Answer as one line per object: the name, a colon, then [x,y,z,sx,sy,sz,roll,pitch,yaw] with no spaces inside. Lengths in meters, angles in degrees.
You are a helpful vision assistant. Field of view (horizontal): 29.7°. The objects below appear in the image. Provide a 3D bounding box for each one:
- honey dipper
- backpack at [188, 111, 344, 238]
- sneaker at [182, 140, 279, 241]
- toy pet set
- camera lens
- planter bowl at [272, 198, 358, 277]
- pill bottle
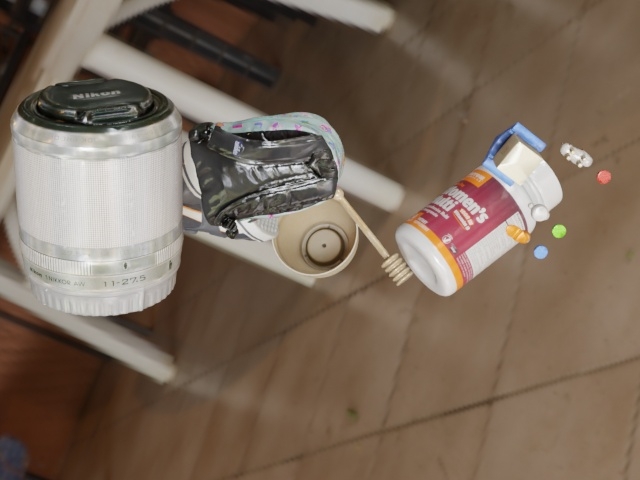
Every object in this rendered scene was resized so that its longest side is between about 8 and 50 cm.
honey dipper: [0.067,-0.008,1.656,0.030,0.160,0.030,-37,-9,-7]
backpack: [-0.062,-0.098,1.516,0.115,0.182,0.152,-80,-20,-62]
sneaker: [-0.179,-0.072,1.931,0.127,0.321,0.126,-17,66,18]
toy pet set: [0.235,-0.066,1.330,0.122,0.114,0.065,-51,12,15]
camera lens: [-0.293,-0.065,1.605,0.219,0.219,0.274,-103,14,-64]
planter bowl: [0.000,0.000,2.263,0.109,0.162,0.162,51,-120,-70]
pill bottle: [0.224,-0.030,1.694,0.221,0.121,0.121,-37,12,-13]
